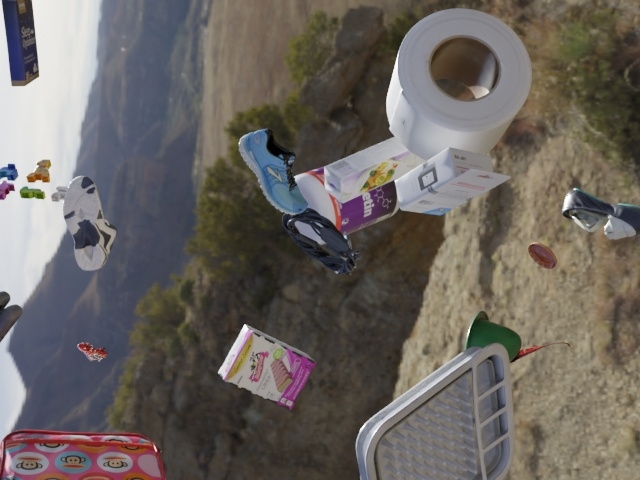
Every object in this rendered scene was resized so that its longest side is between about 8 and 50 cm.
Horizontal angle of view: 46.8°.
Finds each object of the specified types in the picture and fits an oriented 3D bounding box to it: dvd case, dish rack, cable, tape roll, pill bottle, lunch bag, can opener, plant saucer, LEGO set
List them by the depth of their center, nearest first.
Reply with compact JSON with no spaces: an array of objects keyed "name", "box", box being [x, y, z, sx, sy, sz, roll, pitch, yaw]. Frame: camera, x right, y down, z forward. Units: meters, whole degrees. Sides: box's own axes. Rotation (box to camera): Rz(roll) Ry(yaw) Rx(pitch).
[{"name":"dish rack","box":[0.187,0.337,1.209,0.072,0.333,0.286,19,127,47]},{"name":"lunch bag","box":[-0.432,0.433,1.331,0.258,0.293,0.120,-135,56,-63]},{"name":"tape roll","box":[0.253,-0.283,1.385,0.169,0.246,0.246,99,172,-75]},{"name":"cable","box":[0.000,0.000,1.538,0.047,0.184,0.150,-53,-7,-21]},{"name":"can opener","box":[-0.728,0.218,1.547,0.283,0.076,0.095,-44,-3,31]},{"name":"plant saucer","box":[0.560,0.037,1.861,0.083,0.013,0.083,41,160,19]},{"name":"pill bottle","box":[0.079,-0.117,1.870,0.181,0.323,0.182,33,134,42]},{"name":"LEGO set","box":[-0.737,-0.161,1.901,0.093,0.227,0.087,-83,-4,-55]},{"name":"dvd case","box":[0.076,0.017,2.197,0.087,0.013,0.119,-148,46,-71]}]

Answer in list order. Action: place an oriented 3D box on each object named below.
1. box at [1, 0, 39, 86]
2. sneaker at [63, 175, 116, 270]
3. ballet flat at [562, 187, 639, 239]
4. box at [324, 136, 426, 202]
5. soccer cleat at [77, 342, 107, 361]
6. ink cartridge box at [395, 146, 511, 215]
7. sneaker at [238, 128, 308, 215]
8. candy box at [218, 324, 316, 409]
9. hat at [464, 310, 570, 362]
[{"name":"box","box":[-0.684,-0.475,1.687,0.136,0.036,0.225,-106,16,-68]},{"name":"sneaker","box":[-0.583,-0.047,1.885,0.153,0.094,0.235,-129,26,-82]},{"name":"ballet flat","box":[0.538,-0.039,1.384,0.203,0.074,0.074,29,116,49]},{"name":"box","box":[0.156,-0.174,1.562,0.067,0.324,0.063,41,147,41]},{"name":"soccer cleat","box":[-0.512,0.251,1.647,0.035,0.083,0.029,-46,57,9]},{"name":"ink cartridge box","box":[0.230,-0.107,1.291,0.180,0.104,0.060,-31,60,48]},{"name":"sneaker","box":[-0.067,-0.114,1.229,0.073,0.162,0.063,-26,17,27]},{"name":"candy box","box":[-0.148,0.359,2.088,0.159,0.233,0.071,-62,27,-2]},{"name":"hat","box":[0.447,0.250,1.685,0.208,0.183,0.173,-58,-40,-38]}]
